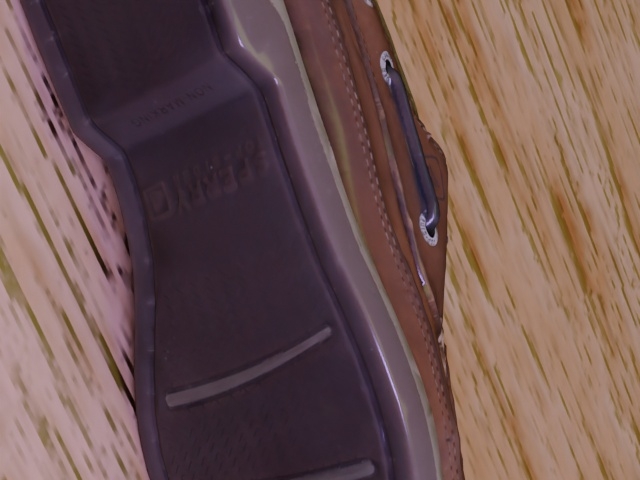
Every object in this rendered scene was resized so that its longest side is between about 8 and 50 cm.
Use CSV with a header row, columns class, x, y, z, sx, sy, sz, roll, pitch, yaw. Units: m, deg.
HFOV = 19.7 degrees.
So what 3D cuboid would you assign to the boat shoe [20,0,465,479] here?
class,x,y,z,sx,sy,sz,roll,pitch,yaw
boat shoe,0.000,0.000,0.579,0.104,0.110,0.307,-21,99,-51
